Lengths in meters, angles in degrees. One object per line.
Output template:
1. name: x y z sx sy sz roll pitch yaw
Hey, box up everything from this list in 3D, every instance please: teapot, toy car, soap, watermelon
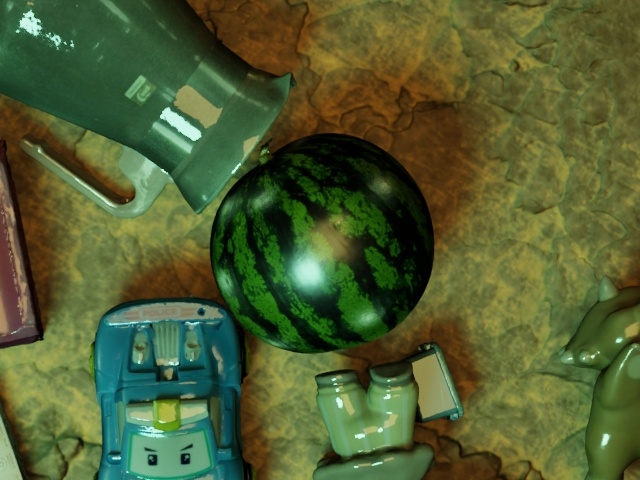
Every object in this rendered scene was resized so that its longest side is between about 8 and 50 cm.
1. teapot: -0.235 -0.192 1.681 0.344 0.253 0.300 37 115 -7
2. toy car: -0.173 0.218 1.663 0.198 0.166 0.314 -1 78 -4
3. soap: -0.395 0.004 1.665 0.099 0.162 0.250 -12 87 -8
4. watermelon: 0.003 0.005 1.670 0.269 0.269 0.269 1 84 -7

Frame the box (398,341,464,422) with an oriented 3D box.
1. box: 0.131 0.179 1.756 0.054 0.074 0.099 -20 87 -11

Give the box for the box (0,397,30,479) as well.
1. box: -0.368 0.288 1.696 0.039 0.055 0.218 -20 86 -7

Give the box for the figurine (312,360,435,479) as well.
1. figurine: 0.085 0.334 1.673 0.248 0.203 0.380 -10 85 -4

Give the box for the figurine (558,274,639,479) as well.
1. figurine: 0.383 0.167 1.753 0.177 0.173 0.247 -12 117 -4
